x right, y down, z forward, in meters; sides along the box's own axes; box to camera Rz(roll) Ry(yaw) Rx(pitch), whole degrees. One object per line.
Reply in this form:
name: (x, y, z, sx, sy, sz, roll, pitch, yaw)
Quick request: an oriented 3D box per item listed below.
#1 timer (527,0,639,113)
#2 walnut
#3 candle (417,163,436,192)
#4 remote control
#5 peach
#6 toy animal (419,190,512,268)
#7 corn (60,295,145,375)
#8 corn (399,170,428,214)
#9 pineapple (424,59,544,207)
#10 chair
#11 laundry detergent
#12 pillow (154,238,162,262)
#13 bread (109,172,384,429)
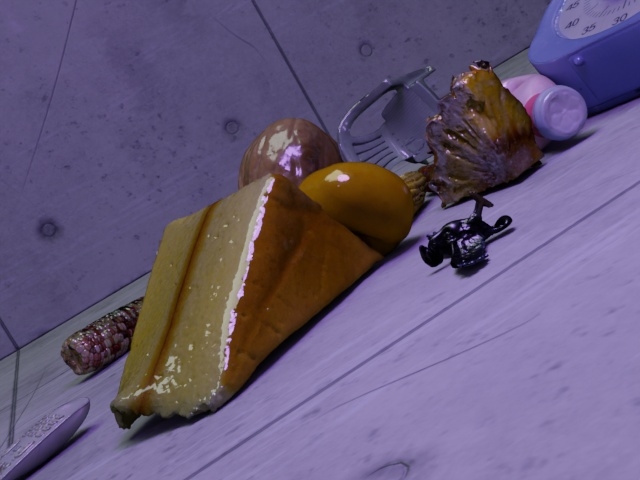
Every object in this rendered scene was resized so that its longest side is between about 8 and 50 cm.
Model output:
timer: (0.526, -0.408, 1.644, 0.395, 0.173, 0.395, -40, 22, 20)
walnut: (-0.052, -0.110, 2.033, 0.225, 0.260, 0.225, 1, -7, 0)
candle: (0.200, -0.109, 1.772, 0.052, 0.052, 0.131, -31, 8, -11)
remote control: (-0.396, 0.292, 1.389, 0.073, 0.044, 0.229, -9, 28, 45)
peach: (0.046, -0.042, 1.465, 0.179, 0.179, 0.103, -23, 49, 44)
toy animal: (0.168, -0.005, 1.207, 0.108, 0.062, 0.220, -48, 8, 1)
corn: (-0.395, 0.179, 1.997, 0.086, 0.086, 0.253, -24, 7, 39)
corn: (0.129, -0.065, 1.674, 0.072, 0.072, 0.203, -26, 7, 26)
pineapple: (0.238, -0.145, 1.522, 0.114, 0.186, 0.236, -37, -34, -28)
chair: (0.176, -0.218, 2.085, 0.190, 0.203, 0.275, -39, -6, 26)
laundry detergent: (0.324, -0.198, 1.648, 0.159, 0.088, 0.335, -67, 12, -2)
pillow: (-0.245, 0.048, 1.995, 0.233, 0.043, 0.126, -3, 67, 39)
bread: (-0.103, 0.127, 1.338, 0.233, 0.245, 0.361, -22, 40, 38)
